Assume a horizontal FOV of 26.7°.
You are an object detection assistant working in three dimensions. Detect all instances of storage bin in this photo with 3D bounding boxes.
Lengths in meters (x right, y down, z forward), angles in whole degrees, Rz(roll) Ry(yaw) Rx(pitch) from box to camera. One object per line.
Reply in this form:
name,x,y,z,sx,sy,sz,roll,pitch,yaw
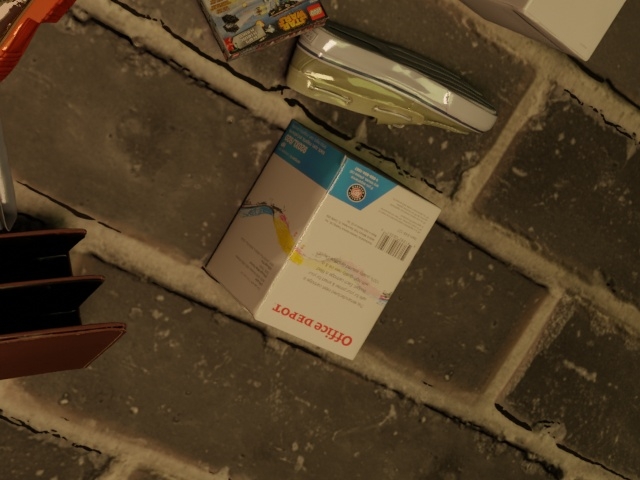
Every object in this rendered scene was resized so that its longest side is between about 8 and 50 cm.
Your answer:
storage bin,-0.405,-0.079,1.537,0.091,0.098,0.135,-6,108,-1

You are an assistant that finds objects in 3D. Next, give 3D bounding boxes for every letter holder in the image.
letter holder,-0.392,0.071,1.504,0.302,0.214,0.152,-7,77,-26

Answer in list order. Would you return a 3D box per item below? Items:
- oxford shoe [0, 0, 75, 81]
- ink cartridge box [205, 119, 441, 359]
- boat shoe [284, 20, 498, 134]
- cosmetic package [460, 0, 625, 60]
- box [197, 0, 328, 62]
oxford shoe,-0.374,-0.236,1.499,0.098,0.097,0.271,45,92,-4
ink cartridge box,0.000,0.000,1.740,0.171,0.168,0.233,27,96,-34
boat shoe,0.091,-0.196,1.759,0.302,0.109,0.094,21,114,-24
cosmetic package,0.289,-0.376,1.701,0.138,0.224,0.224,29,96,-37
box,-0.071,-0.283,1.636,0.137,0.027,0.094,-23,83,-18
